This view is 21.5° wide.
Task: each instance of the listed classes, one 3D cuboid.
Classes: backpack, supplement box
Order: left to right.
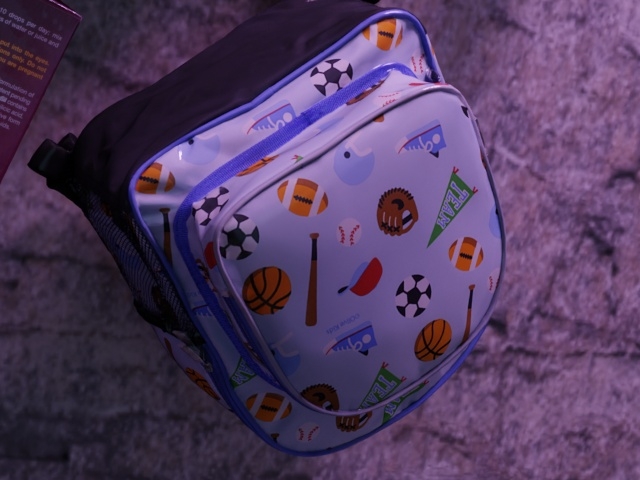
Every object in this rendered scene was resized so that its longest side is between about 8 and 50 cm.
[{"bbox_3d":[-0.230,-0.078,1.022,0.081,0.104,0.188,24,98,-27],"label":"supplement box"},{"bbox_3d":[0.000,0.000,1.090,0.276,0.213,0.263,-31,126,-12],"label":"backpack"}]
